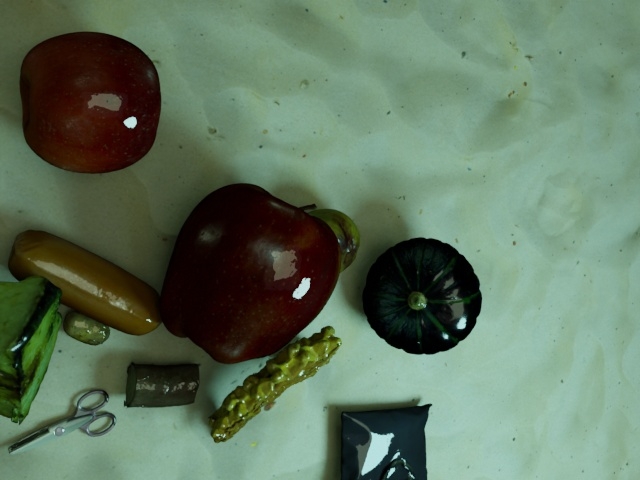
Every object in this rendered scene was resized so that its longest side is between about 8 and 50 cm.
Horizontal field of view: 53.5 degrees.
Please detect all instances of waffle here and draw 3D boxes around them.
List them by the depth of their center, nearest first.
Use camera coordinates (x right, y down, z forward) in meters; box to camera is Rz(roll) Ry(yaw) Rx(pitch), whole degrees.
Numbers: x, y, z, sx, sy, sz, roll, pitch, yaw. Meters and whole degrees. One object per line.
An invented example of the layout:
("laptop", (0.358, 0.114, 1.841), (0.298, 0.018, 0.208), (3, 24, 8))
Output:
("waffle", (-0.089, 0.262, 1.180), (0.293, 0.259, 0.069), (-34, 76, -26))

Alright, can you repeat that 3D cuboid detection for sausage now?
("sausage", (-0.385, 0.074, 1.065), (0.274, 0.105, 0.105), (34, 78, -28))

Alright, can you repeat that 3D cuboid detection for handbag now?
("handbag", (0.144, 0.473, 1.402), (0.255, 0.089, 0.210), (4, 90, -33))

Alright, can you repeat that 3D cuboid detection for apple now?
("apple", (-0.356, -0.213, 0.994), (0.202, 0.218, 0.218), (-3, 95, -31))
("apple", (-0.124, 0.050, 1.105), (0.288, 0.288, 0.316), (28, 100, -28))

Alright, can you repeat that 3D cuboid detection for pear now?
("pear", (-0.540, 0.141, 0.955), (0.256, 0.238, 0.163), (14, 46, -9))

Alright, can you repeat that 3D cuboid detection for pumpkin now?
("pumpkin", (0.219, 0.116, 1.357), (0.248, 0.248, 0.247), (-3, 95, -29))

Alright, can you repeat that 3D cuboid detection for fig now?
("fig", (0.009, 0.002, 1.266), (0.153, 0.121, 0.135), (36, 73, -26))

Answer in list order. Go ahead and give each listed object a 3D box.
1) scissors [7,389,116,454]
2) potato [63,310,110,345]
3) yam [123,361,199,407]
("scissors", (-0.446, 0.325, 1.098), (0.176, 0.022, 0.085), (-20, 105, -29))
("potato", (-0.404, 0.151, 1.097), (0.083, 0.040, 0.051), (35, 77, -28))
("yam", (-0.286, 0.262, 1.151), (0.127, 0.084, 0.084), (6, 91, -26))
